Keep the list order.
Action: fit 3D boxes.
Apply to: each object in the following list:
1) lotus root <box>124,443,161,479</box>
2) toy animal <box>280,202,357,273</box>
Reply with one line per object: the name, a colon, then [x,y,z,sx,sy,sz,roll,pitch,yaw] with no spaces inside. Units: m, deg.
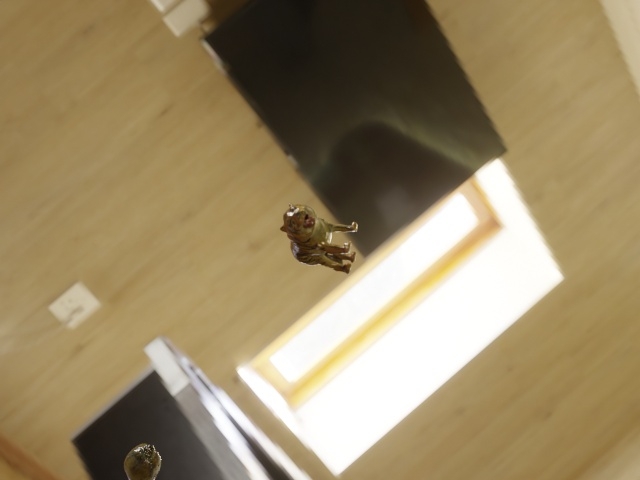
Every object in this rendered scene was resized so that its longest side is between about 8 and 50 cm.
lotus root: [-0.273,0.343,1.783,0.054,0.049,0.099,35,-38,10]
toy animal: [0.000,0.000,1.642,0.099,0.057,0.241,13,-15,5]
